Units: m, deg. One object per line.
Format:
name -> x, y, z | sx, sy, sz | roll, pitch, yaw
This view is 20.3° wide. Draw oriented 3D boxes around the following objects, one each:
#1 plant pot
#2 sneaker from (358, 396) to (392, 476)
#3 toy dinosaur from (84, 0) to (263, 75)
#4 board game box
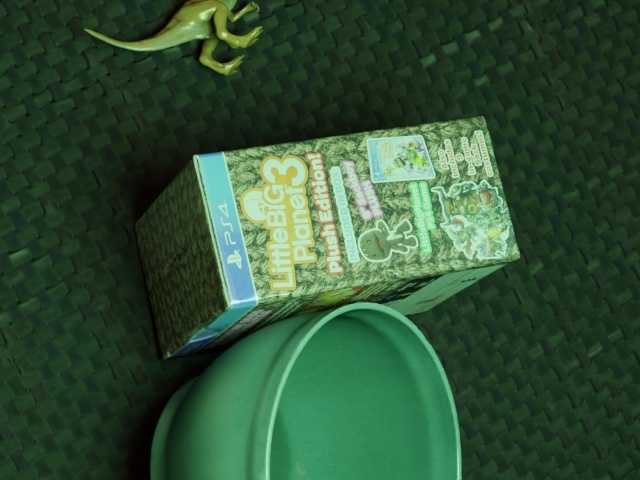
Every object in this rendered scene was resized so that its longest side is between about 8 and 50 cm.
plant pot -> -0.031, 0.208, 1.645 | 0.293, 0.196, 0.293 | 9, 79, -52
sneaker -> 0.069, 0.193, 1.789 | 0.076, 0.065, 0.167 | -16, 95, -33
toy dinosaur -> -0.125, -0.214, 1.782 | 0.112, 0.064, 0.211 | 42, 60, 9
board game box -> 0.000, 0.000, 1.691 | 0.291, 0.232, 0.141 | -9, 78, -22
